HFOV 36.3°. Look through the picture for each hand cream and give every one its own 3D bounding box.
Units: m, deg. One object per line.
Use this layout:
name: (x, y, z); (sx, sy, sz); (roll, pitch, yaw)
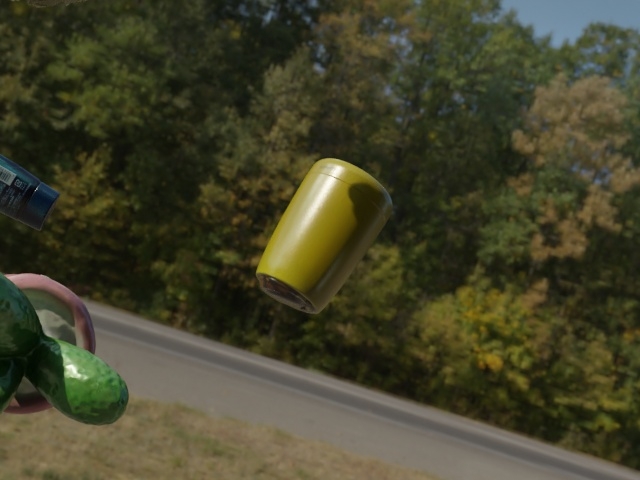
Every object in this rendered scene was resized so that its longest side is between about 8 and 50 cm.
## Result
hand cream: (-0.645, -0.121, 1.892); (0.270, 0.120, 0.061); (30, 10, -9)

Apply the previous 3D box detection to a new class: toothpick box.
toothpick box: (0.000, 0.000, 1.807); (0.175, 0.271, 0.175); (29, -16, 9)

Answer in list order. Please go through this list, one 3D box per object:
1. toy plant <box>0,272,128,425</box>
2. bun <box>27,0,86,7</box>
toy plant: (-0.451, 0.141, 1.428); (0.317, 0.210, 0.356); (47, -10, -19)
bun: (-0.396, -0.420, 1.317); (0.259, 0.152, 0.259); (10, 28, -5)
